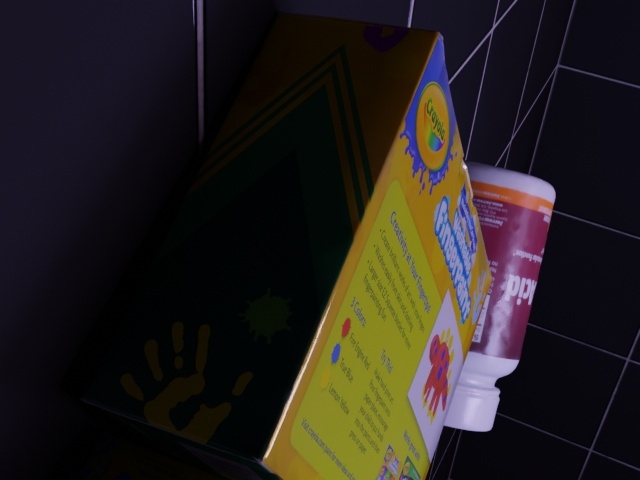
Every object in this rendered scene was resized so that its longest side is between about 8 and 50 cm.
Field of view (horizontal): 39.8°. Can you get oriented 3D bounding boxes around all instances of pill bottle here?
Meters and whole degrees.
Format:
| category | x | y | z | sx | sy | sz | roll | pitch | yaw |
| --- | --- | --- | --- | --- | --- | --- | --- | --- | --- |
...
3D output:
| category | x | y | z | sx | sy | sz | roll | pitch | yaw |
| --- | --- | --- | --- | --- | --- | --- | --- | --- | --- |
| pill bottle | 0.220 | 0.084 | 1.393 | 0.224 | 0.224 | 0.392 | 16 | 86 | -73 |

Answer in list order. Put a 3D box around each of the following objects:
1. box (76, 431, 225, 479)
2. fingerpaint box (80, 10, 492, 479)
| category | x | y | z | sx | sy | sz | roll | pitch | yaw |
| --- | --- | --- | --- | --- | --- | --- | --- | --- | --- |
| box | -0.082 | 0.333 | 0.643 | 0.177 | 0.290 | 0.279 | 51 | 57 | -46 |
| fingerpaint box | 0.016 | 0.078 | 0.843 | 0.371 | 0.163 | 0.445 | -67 | 155 | -22 |
